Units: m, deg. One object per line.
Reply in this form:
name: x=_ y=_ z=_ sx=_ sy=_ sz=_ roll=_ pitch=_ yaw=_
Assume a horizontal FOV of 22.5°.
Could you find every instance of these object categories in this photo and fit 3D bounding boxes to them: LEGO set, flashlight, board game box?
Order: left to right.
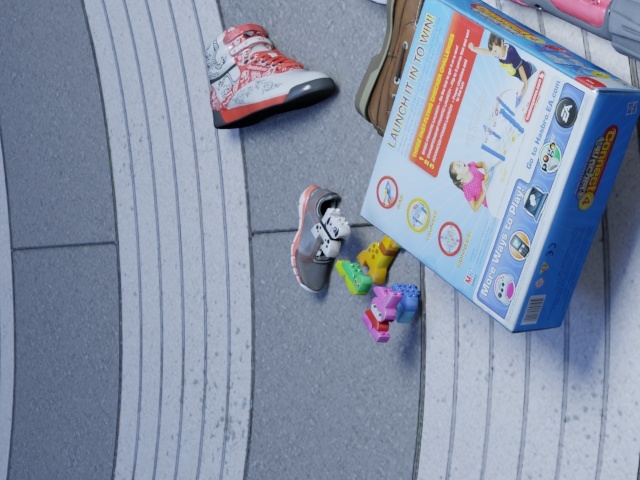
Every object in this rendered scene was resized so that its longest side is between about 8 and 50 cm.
LEGO set: x=0.083 y=0.029 z=2.210 sx=0.093 sy=0.087 sz=0.227 roll=-61 pitch=42 yaw=31
board game box: x=0.206 y=-0.097 z=1.910 sx=0.302 sy=0.086 sz=0.308 roll=40 pitch=122 yaw=43
flashlight: x=0.300 y=-0.299 z=1.892 sx=0.304 sy=0.103 sz=0.103 roll=35 pitch=117 yaw=46

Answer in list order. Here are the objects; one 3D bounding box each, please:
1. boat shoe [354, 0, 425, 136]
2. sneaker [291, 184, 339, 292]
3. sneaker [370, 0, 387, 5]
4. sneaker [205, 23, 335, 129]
boat shoe: x=0.144 y=-0.261 z=2.099 sx=0.104 sy=0.111 sz=0.307 roll=48 pitch=138 yaw=34
sneaker: x=0.000 y=0.000 z=2.331 sx=0.065 sy=0.061 sz=0.158 roll=7 pitch=99 yaw=45
sneaker: x=0.069 y=-0.440 z=2.184 sx=0.226 sy=0.086 sz=0.163 roll=59 pitch=137 yaw=32
sneaker: x=-0.085 y=-0.258 z=2.391 sx=0.270 sy=0.090 sz=0.145 roll=-12 pitch=86 yaw=54
